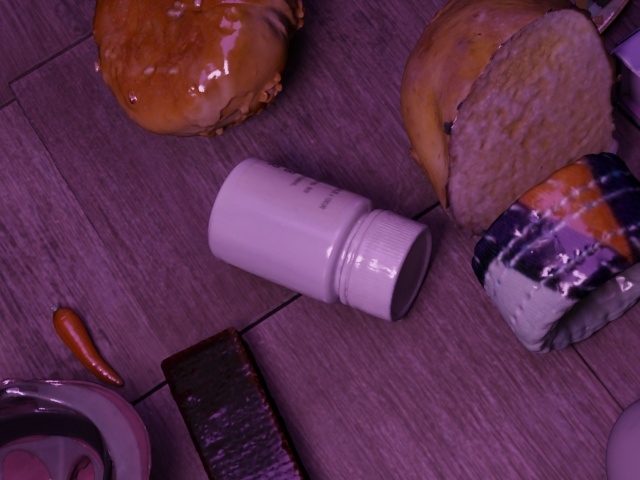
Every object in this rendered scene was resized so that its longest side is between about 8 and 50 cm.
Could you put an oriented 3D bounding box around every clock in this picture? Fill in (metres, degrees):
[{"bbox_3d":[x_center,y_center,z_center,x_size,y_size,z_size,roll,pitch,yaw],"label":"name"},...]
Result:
[{"bbox_3d":[0.438,-0.160,1.888,0.073,0.144,0.193,-37,65,-7],"label":"clock"}]

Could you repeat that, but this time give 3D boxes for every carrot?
[{"bbox_3d":[-0.296,0.134,1.954,0.035,0.035,0.142,-37,72,-7],"label":"carrot"}]

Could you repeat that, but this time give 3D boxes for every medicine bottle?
[{"bbox_3d":[0.000,0.000,1.898,0.252,0.144,0.144,22,71,21],"label":"medicine bottle"}]

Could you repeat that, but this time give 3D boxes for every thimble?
[{"bbox_3d":[0.300,0.015,1.801,0.237,0.237,0.150,-32,69,-5],"label":"thimble"}]

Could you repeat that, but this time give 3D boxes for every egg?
[{"bbox_3d":[0.391,0.263,1.703,0.146,0.146,0.199,-18,71,2],"label":"egg"}]

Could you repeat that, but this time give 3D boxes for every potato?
[{"bbox_3d":[0.203,-0.185,1.905,0.288,0.301,0.237,-25,40,-20],"label":"potato"}]

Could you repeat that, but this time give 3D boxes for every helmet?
[{"bbox_3d":[-0.342,0.319,1.786,0.338,0.197,0.271,-21,56,-9],"label":"helmet"}]

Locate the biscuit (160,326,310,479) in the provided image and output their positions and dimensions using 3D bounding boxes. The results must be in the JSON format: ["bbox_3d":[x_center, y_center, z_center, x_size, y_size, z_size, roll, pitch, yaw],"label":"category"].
[{"bbox_3d":[-0.068,0.286,1.819,0.107,0.073,0.388,-26,65,-1],"label":"biscuit"}]

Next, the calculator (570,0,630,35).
[{"bbox_3d":[0.303,-0.305,2.043,0.236,0.033,0.157,-42,66,-7],"label":"calculator"}]

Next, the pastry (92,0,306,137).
[{"bbox_3d":[-0.148,-0.279,2.020,0.284,0.184,0.316,-11,72,29],"label":"pastry"}]
